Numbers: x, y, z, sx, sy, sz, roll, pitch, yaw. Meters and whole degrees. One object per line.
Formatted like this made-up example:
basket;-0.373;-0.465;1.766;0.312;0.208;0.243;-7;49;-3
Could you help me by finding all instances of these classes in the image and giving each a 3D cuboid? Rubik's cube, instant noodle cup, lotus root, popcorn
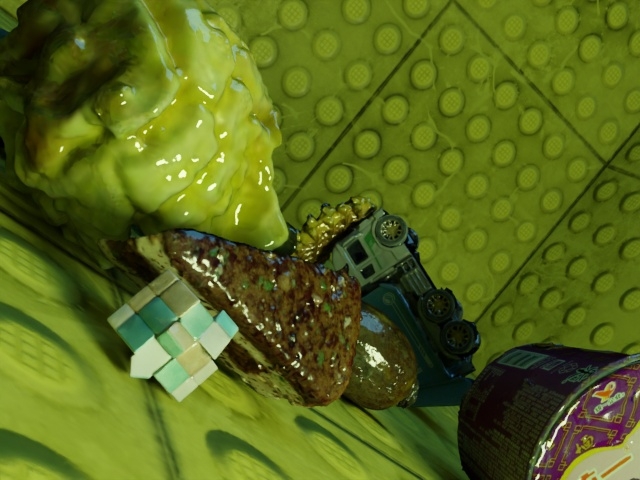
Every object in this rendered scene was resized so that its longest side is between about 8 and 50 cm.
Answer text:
Rubik's cube;-0.105;0.076;0.634;0.073;0.075;0.084;38;0;38
instant noodle cup;0.344;0.284;1.098;0.340;0.340;0.266;38;-8;-16
lotus root;0.048;0.143;1.110;0.209;0.120;0.120;41;2;-12
popcorn;-0.184;-0.111;0.818;0.293;0.293;0.237;40;6;23

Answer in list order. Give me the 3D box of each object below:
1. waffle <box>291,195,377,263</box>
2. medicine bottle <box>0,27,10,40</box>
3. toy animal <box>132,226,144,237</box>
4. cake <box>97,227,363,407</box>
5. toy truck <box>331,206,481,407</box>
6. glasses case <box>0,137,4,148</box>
waffle;0.000;0.000;1.544;0.051;0.231;0.228;53;28;11
medicine bottle;-0.398;-0.204;1.108;0.258;0.124;0.079;28;8;12
toy animal;-0.214;-0.042;1.052;0.208;0.100;0.103;47;24;-9
cake;-0.073;0.076;0.737;0.112;0.135;0.246;-8;-15;37
toy truck;0.159;0.128;1.488;0.367;0.175;0.146;61;8;17
glasses case;-0.392;-0.178;0.922;0.314;0.075;0.122;38;0;-27
